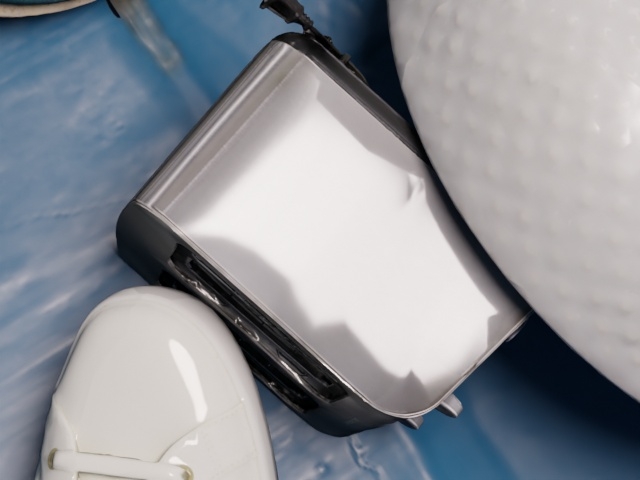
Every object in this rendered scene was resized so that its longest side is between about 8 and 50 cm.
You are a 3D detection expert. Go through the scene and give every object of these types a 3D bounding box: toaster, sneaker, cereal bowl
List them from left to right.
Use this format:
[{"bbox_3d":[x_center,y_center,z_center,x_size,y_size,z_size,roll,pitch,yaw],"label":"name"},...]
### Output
[{"bbox_3d":[-0.083,0.164,0.765,0.106,0.123,0.290,3,90,14],"label":"sneaker"},{"bbox_3d":[0.000,0.000,0.819,0.186,0.168,0.110,42,77,-2],"label":"toaster"},{"bbox_3d":[0.204,-0.077,0.805,0.339,0.141,0.339,23,45,-25],"label":"cereal bowl"}]

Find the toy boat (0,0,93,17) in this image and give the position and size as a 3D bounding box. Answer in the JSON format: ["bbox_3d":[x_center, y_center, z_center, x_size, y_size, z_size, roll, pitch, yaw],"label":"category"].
[{"bbox_3d":[-0.162,-0.135,0.798,0.267,0.148,0.318,23,94,-47],"label":"toy boat"}]
